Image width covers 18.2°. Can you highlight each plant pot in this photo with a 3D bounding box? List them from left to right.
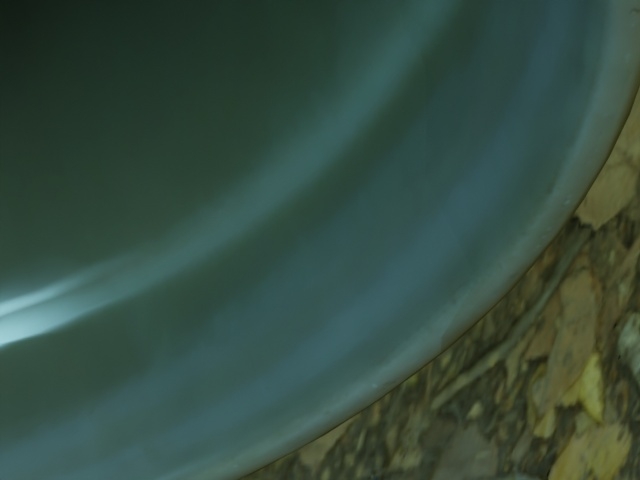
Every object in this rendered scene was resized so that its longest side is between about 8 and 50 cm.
[{"bbox_3d":[-0.131,-0.115,0.392,0.323,0.280,0.323,-11,148,-7],"label":"plant pot"}]
